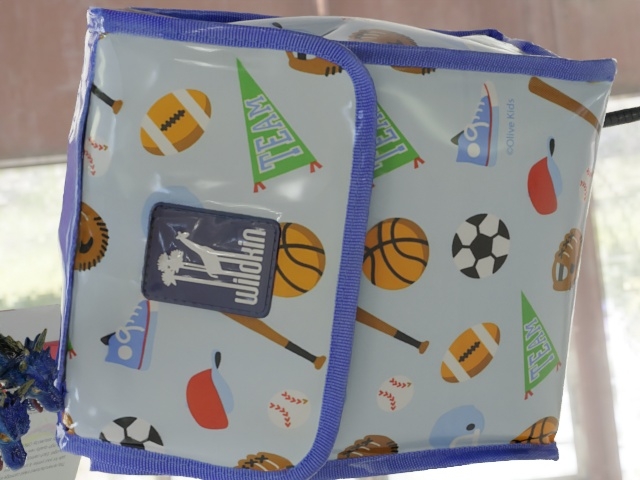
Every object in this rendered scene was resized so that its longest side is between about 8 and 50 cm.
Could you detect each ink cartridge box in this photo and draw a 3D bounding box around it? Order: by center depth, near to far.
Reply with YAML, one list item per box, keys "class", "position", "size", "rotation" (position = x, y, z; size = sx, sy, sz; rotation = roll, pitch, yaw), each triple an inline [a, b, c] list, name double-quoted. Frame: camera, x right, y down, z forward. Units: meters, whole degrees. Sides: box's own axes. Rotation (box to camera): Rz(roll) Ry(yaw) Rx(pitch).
- class: "ink cartridge box"
  position: [-0.259, 0.151, 1.243]
  size: [0.072, 0.175, 0.127]
  rotation: [25, -165, 30]

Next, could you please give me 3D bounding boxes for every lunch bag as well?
- class: "lunch bag"
  position: [0.000, 0.000, 1.090]
  size: [0.385, 0.328, 0.239]
  rotation: [2, -169, -27]

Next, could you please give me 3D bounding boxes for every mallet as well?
- class: "mallet"
  position: [0.294, -0.113, 1.271]
  size: [0.189, 0.039, 0.062]
  rotation: [-12, -173, 2]

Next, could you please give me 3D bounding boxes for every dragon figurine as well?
- class: "dragon figurine"
  position: [-0.275, 0.022, 0.930]
  size: [0.144, 0.289, 0.085]
  rotation: [-26, -172, 22]
